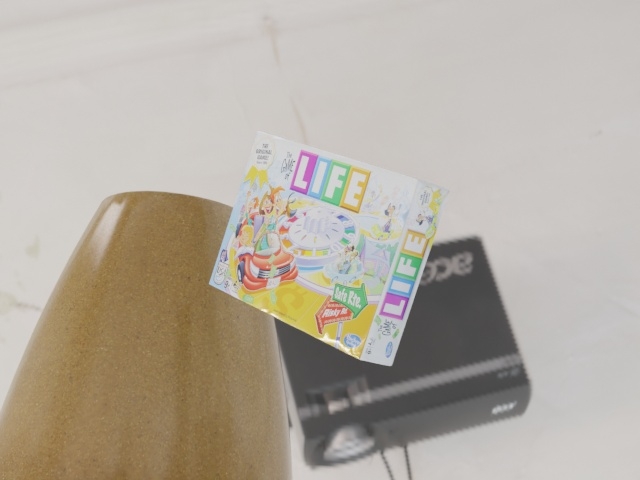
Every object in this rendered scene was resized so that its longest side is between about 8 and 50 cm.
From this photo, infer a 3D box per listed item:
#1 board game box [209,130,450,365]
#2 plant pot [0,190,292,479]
[{"bbox_3d":[0.000,0.000,0.724,0.154,0.026,0.103,21,-86,50],"label":"board game box"},{"bbox_3d":[-0.122,0.100,0.913,0.237,0.237,0.254,6,-105,2],"label":"plant pot"}]
